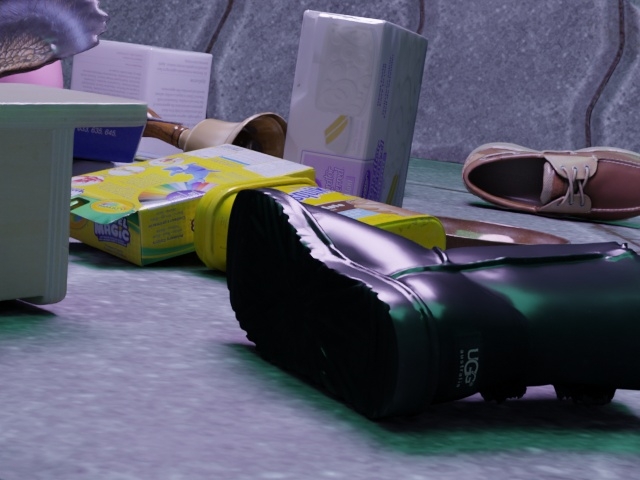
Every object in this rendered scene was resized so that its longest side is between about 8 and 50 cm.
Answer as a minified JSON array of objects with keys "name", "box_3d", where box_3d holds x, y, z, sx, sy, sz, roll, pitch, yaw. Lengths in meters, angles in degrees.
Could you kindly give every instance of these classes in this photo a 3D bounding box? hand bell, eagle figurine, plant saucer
[{"name":"hand bell","box_3d":[-0.164,-0.117,1.541,0.242,0.126,0.126,22,14,32]},{"name":"eagle figurine","box_3d":[-0.426,-0.189,1.701,0.298,0.225,0.226,-19,-12,-41]},{"name":"plant saucer","box_3d":[0.157,0.004,1.410,0.199,0.036,0.198,8,7,-1]}]

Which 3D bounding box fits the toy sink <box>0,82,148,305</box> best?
[{"name":"toy sink","box_3d":[-0.244,-0.030,0.859,0.153,0.131,0.234,13,14,42]}]

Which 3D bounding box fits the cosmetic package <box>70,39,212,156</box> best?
[{"name":"cosmetic package","box_3d":[-0.271,-0.200,2.029,0.151,0.183,0.151,12,8,31]}]

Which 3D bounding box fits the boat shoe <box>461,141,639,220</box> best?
[{"name":"boat shoe","box_3d":[0.374,-0.084,2.109,0.324,0.123,0.116,3,12,18]}]

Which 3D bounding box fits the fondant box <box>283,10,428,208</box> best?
[{"name":"fondant box","box_3d":[0.043,-0.136,1.600,0.096,0.238,0.330,10,7,13]}]

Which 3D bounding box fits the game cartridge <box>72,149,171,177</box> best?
[{"name":"game cartridge","box_3d":[-0.265,-0.080,1.601,0.196,0.060,0.294,15,9,25]}]

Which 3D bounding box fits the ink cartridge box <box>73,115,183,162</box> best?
[{"name":"ink cartridge box","box_3d":[-0.353,-0.129,1.412,0.304,0.072,0.307,6,8,-41]}]

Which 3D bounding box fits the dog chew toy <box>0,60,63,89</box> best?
[{"name":"dog chew toy","box_3d":[-0.525,-0.209,1.846,0.332,0.206,0.207,-5,11,-24]}]

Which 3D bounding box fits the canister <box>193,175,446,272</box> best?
[{"name":"canister","box_3d":[0.000,0.000,1.086,0.126,0.073,0.170,-10,19,-43]}]

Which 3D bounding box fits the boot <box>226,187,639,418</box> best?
[{"name":"boot","box_3d":[0.076,0.034,0.804,0.207,0.094,0.246,0,16,-28]}]

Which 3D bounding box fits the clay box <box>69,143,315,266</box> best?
[{"name":"clay box","box_3d":[-0.127,-0.032,1.174,0.222,0.053,0.127,-17,24,-39]}]
